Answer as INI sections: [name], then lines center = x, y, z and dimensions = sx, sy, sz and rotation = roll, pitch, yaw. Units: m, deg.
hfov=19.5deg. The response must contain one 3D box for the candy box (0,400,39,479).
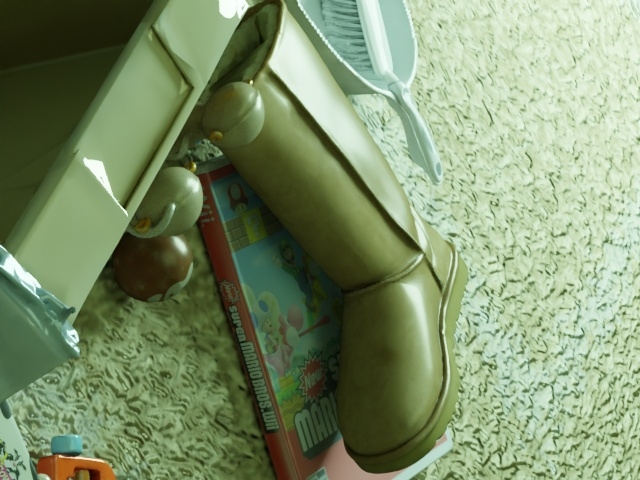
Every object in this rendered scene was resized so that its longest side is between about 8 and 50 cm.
[candy box]
center = -0.251, 0.158, 0.974
dimensions = 0.233, 0.071, 0.159
rotation = -33, 107, -52

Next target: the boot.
[boot]
center = 0.000, 0.000, 1.313
dimensions = 0.269, 0.089, 0.236
rotation = 53, 30, -32

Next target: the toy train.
[toy train]
center = -0.137, 0.205, 1.143
dimensions = 0.125, 0.046, 0.166
rotation = 8, 71, -52

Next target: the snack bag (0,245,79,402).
[snack bag]
center = -0.320, 0.026, 0.741
dimensions = 0.323, 0.342, 0.037
rotation = 52, 5, -29

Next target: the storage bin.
[storage bin]
center = -0.204, -0.059, 0.943
dimensions = 0.123, 0.260, 0.262
rotation = 57, 40, -33

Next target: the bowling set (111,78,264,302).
[bowling set]
center = -0.099, -0.063, 1.173
dimensions = 0.200, 0.154, 0.287
rotation = 55, 42, -28

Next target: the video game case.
[video game case]
center = 0.005, 0.058, 1.393
dimensions = 0.204, 0.025, 0.285
rotation = -26, 101, -53

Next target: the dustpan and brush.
[dustpan and brush]
center = 0.044, -0.140, 1.471
dimensions = 0.147, 0.060, 0.211
rotation = -25, 101, -54
